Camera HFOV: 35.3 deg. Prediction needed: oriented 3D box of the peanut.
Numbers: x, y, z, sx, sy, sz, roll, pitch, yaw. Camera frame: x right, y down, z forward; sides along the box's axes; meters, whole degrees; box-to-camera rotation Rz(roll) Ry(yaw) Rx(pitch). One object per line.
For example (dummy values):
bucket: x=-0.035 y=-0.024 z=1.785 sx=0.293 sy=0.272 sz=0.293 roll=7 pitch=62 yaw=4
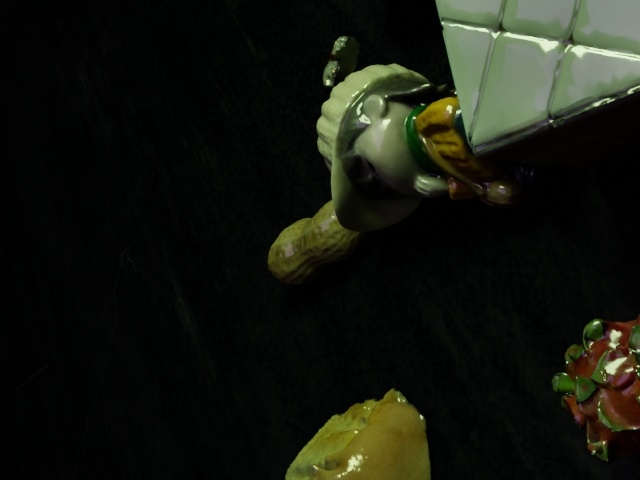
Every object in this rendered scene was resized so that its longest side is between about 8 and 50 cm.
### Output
peanut: x=0.000 y=-0.002 z=1.421 sx=0.193 sy=0.089 sz=0.089 roll=-31 pitch=52 yaw=37

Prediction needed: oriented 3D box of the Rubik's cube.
Rubik's cube: x=0.267 y=-0.209 z=0.961 sx=0.221 sy=0.224 sz=0.231 roll=-20 pitch=77 yaw=41

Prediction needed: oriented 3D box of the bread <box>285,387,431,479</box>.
bread: x=0.032 y=0.300 z=1.204 sx=0.174 sy=0.133 sz=0.251 roll=-26 pitch=57 yaw=47

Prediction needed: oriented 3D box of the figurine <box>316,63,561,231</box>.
figurine: x=0.141 y=-0.131 z=1.215 sx=0.332 sy=0.185 sz=0.204 roll=-12 pitch=53 yaw=43

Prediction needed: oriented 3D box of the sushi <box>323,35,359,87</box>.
sushi: x=0.024 y=-0.271 z=1.527 sx=0.046 sy=0.044 sz=0.083 roll=19 pitch=89 yaw=53

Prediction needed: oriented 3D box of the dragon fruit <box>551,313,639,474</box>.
dragon fruit: x=0.290 y=0.146 z=0.945 sx=0.236 sy=0.135 sz=0.137 roll=126 pitch=146 yaw=-58
